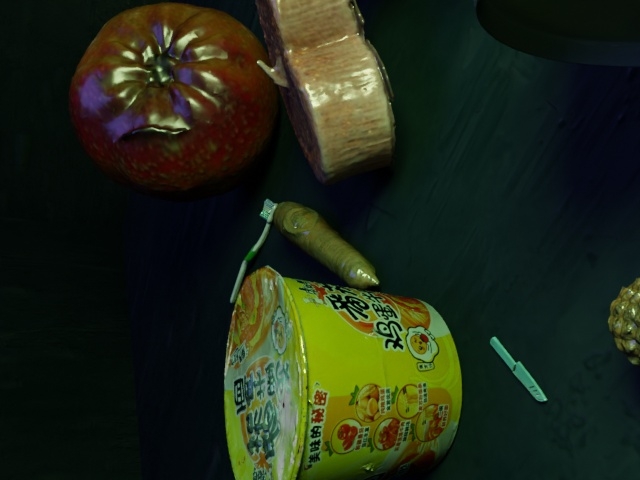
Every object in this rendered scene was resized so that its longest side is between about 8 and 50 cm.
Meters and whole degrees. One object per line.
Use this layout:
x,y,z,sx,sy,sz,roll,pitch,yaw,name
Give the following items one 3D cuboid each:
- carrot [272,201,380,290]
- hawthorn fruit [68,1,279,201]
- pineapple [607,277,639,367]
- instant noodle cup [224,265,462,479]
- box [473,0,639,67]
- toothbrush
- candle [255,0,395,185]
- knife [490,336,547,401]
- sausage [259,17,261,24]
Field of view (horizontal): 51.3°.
0.000,0.001,1.009,0.342,0.070,0.070,37,118,61,carrot
-0.266,-0.248,1.325,0.403,0.403,0.403,-174,90,-66,hawthorn fruit
0.260,0.034,0.414,0.159,0.074,0.074,-41,48,53,pineapple
0.021,0.165,0.753,0.264,0.200,0.264,-175,90,-67,instant noodle cup
0.206,-0.210,0.393,0.226,0.226,0.149,178,98,-66,box
-0.140,0.033,1.360,0.030,0.030,0.304,-107,31,-41,toothbrush
-0.015,-0.226,0.902,0.287,0.131,0.317,135,118,-85,candle
0.187,0.121,0.631,0.091,0.005,0.014,-121,41,-53,knife
-0.066,-0.479,1.249,0.076,0.076,0.197,-111,35,-45,sausage
